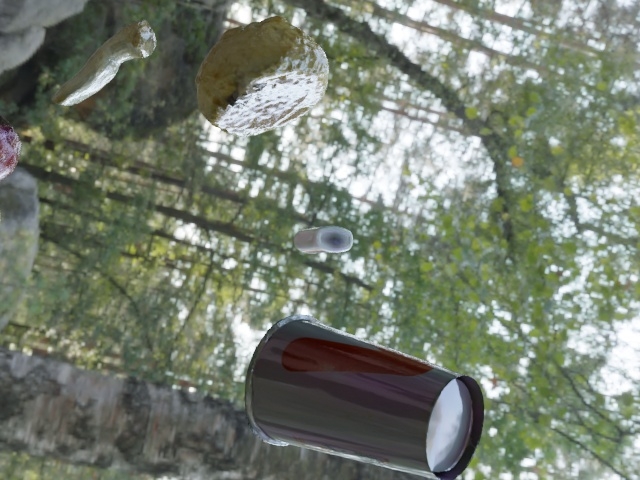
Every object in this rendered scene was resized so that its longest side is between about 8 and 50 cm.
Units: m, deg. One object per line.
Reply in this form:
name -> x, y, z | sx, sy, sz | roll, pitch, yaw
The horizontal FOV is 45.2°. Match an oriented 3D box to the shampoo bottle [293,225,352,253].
shampoo bottle -> 0.000, 0.000, 1.293 | 0.099, 0.072, 0.043 | -6, -100, 61

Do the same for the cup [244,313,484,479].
cup -> 0.063, 0.218, 1.045 | 0.288, 0.203, 0.203 | 8, -95, 42

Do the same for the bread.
bread -> -0.106, -0.289, 1.344 | 0.244, 0.244, 0.134 | 128, -51, -60

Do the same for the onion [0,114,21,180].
onion -> -0.521, -0.143, 1.160 | 0.131, 0.131, 0.131 | -168, -90, -76

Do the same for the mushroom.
mushroom -> -0.343, -0.273, 1.220 | 0.054, 0.202, 0.059 | 60, 13, 18
